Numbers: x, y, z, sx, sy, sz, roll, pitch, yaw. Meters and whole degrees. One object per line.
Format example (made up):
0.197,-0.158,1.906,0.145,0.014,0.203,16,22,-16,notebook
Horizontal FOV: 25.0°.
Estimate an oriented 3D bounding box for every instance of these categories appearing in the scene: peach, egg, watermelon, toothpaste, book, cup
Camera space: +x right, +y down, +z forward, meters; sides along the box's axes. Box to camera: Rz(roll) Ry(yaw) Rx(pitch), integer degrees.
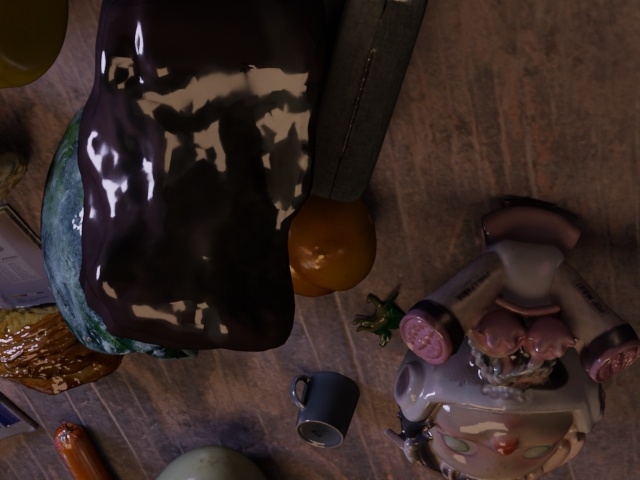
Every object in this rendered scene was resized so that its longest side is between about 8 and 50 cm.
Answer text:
0.000,0.000,1.624,0.138,0.138,0.138,11,142,8,peach
-0.165,0.423,2.139,0.218,0.218,0.295,11,132,8,egg
-0.216,0.010,1.676,0.289,0.213,0.320,-39,71,52,watermelon
-0.587,0.300,2.285,0.282,0.069,0.099,-21,159,27,toothpaste
-0.407,0.025,1.903,0.127,0.014,0.182,-10,135,30,book
-0.002,0.225,1.943,0.100,0.077,0.078,33,140,-19,cup

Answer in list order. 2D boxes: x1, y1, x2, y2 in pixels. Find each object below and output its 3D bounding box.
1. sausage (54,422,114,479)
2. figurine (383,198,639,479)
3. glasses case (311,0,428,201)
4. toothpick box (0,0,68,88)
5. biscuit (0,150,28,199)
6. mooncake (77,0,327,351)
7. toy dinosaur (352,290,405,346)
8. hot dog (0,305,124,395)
-0.355,0.393,2.307,0.053,0.053,0.348,2,140,18,sausage
0.220,0.147,1.653,0.253,0.211,0.361,18,141,9,figurine
0.046,-0.174,1.386,0.074,0.131,0.323,16,142,0,glasses case
-0.408,-0.237,1.455,0.271,0.175,0.175,0,139,26,toothpick box
-0.432,-0.038,1.708,0.040,0.188,0.265,54,142,-1,biscuit
-0.123,-0.088,1.372,0.212,0.381,0.350,5,-176,-7,mooncake
0.082,0.093,1.797,0.060,0.029,0.120,11,139,-18,toy dinosaur
-0.389,0.146,1.948,0.259,0.114,0.175,-6,165,26,hot dog
